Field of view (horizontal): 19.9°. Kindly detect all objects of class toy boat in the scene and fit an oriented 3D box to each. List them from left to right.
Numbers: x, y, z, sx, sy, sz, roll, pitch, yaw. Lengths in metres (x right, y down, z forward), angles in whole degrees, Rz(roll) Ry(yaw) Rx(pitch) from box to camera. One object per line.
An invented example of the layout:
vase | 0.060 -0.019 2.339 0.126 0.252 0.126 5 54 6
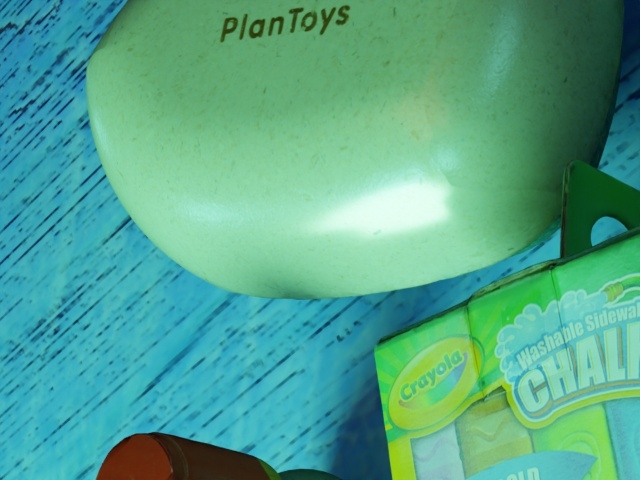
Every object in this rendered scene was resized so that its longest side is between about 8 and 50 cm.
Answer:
toy boat | 0.000 0.000 0.785 0.267 0.148 0.318 5 74 39

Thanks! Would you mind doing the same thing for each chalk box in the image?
chalk box | 0.112 0.079 0.644 0.132 0.132 0.213 -26 60 36
